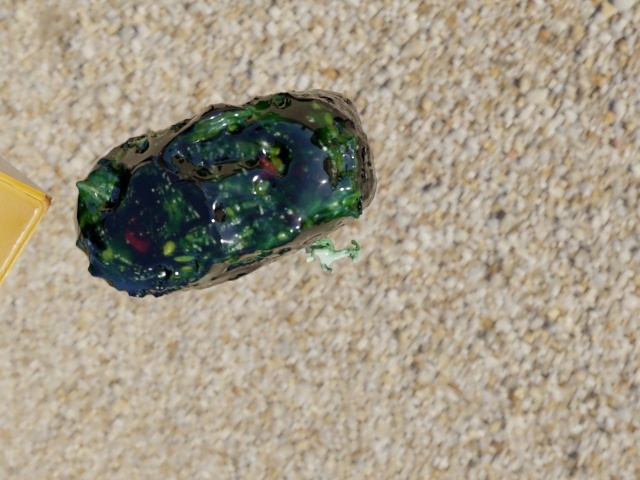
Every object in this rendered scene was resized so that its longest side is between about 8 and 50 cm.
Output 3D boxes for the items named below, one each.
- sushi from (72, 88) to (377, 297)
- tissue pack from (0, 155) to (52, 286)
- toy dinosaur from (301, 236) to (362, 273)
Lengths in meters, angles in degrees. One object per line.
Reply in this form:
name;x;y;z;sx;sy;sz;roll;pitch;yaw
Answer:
sushi;-0.069;-0.034;0.964;0.225;0.127;0.124;-19;91;10
tissue pack;-0.352;-0.047;0.955;0.194;0.145;0.274;31;179;-35
toy dinosaur;0.000;0.000;1.067;0.062;0.083;0.021;-8;126;-3
